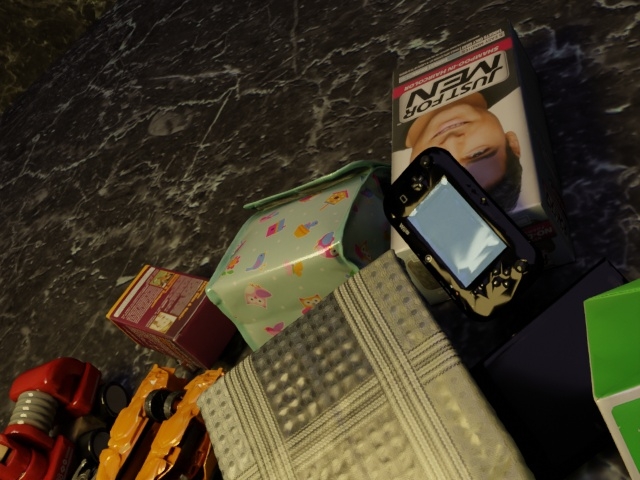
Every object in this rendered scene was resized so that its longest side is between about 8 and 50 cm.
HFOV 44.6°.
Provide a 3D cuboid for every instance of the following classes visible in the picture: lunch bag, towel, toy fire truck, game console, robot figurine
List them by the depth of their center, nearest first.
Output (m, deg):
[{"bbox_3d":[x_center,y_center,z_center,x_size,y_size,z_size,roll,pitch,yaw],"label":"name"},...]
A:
[{"bbox_3d":[0.031,0.214,0.806,0.312,0.056,0.324,-39,51,15],"label":"towel"},{"bbox_3d":[0.179,0.057,0.806,0.213,0.044,0.361,-44,58,13],"label":"game console"},{"bbox_3d":[-0.217,0.297,0.992,0.211,0.085,0.291,-4,49,39],"label":"robot figurine"},{"bbox_3d":[0.000,0.000,1.051,0.223,0.160,0.262,-20,30,31],"label":"lunch bag"},{"bbox_3d":[-0.420,0.253,1.080,0.158,0.246,0.217,-22,40,23],"label":"toy fire truck"}]

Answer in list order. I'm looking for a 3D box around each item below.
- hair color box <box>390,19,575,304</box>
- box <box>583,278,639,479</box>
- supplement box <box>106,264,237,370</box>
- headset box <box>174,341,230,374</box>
[{"bbox_3d":[0.199,-0.114,1.024,0.185,0.113,0.374,-21,41,25],"label":"hair color box"},{"bbox_3d":[0.278,0.143,0.498,0.127,0.231,0.262,-24,1,19],"label":"box"},{"bbox_3d":[-0.209,0.107,1.128,0.188,0.081,0.104,8,57,46],"label":"supplement box"},{"bbox_3d":[-0.182,0.153,1.154,0.083,0.032,0.062,-40,36,-1],"label":"headset box"}]
